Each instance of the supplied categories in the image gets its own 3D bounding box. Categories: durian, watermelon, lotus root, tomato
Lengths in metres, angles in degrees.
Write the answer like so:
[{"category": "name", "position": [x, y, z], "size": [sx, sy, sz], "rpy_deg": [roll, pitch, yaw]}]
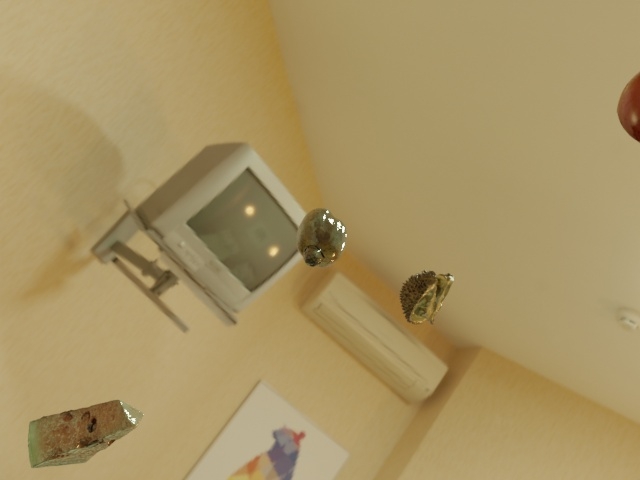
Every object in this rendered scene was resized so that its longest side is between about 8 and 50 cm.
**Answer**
[{"category": "durian", "position": [0.185, 0.098, 1.227], "size": [0.071, 0.110, 0.140], "rpy_deg": [51, -17, 38]}, {"category": "watermelon", "position": [-0.427, 0.366, 1.299], "size": [0.241, 0.094, 0.154], "rpy_deg": [-30, -36, 29]}, {"category": "lotus root", "position": [0.000, 0.000, 1.440], "size": [0.113, 0.192, 0.088], "rpy_deg": [44, -62, -12]}, {"category": "tomato", "position": [0.695, -0.274, 1.297], "size": [0.200, 0.233, 0.139], "rpy_deg": [48, -31, 27]}]
